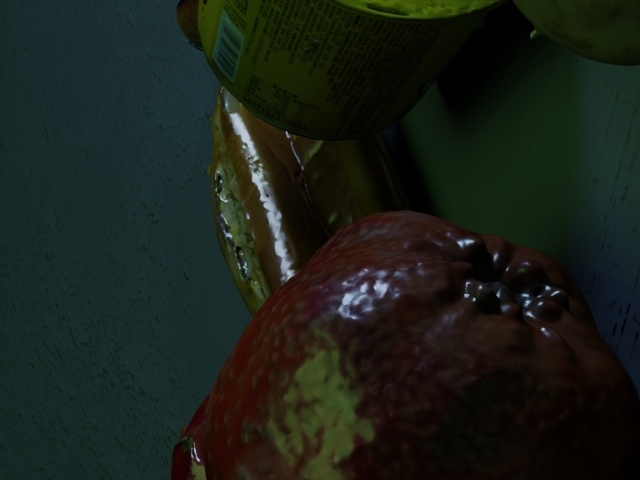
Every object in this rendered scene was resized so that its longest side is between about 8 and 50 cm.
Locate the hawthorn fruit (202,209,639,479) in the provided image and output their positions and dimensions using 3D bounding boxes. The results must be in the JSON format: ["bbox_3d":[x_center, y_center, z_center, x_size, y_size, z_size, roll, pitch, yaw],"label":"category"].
[{"bbox_3d":[0.035,0.114,0.921,0.253,0.205,0.205,-60,37,26],"label":"hawthorn fruit"}]

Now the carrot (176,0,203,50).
[{"bbox_3d":[-0.051,-0.170,1.280,0.139,0.048,0.048,-24,67,59],"label":"carrot"}]

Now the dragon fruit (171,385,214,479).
[{"bbox_3d":[-0.026,0.136,1.126,0.133,0.136,0.166,83,-159,-88],"label":"dragon fruit"}]

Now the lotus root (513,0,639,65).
[{"bbox_3d":[0.133,-0.172,0.799,0.146,0.160,0.284,64,-177,-49],"label":"lotus root"}]

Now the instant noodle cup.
[{"bbox_3d":[0.014,-0.149,1.023,0.144,0.182,0.182,119,143,-54],"label":"instant noodle cup"}]

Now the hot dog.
[{"bbox_3d":[0.000,0.000,1.099,0.072,0.115,0.269,89,167,-54],"label":"hot dog"}]
